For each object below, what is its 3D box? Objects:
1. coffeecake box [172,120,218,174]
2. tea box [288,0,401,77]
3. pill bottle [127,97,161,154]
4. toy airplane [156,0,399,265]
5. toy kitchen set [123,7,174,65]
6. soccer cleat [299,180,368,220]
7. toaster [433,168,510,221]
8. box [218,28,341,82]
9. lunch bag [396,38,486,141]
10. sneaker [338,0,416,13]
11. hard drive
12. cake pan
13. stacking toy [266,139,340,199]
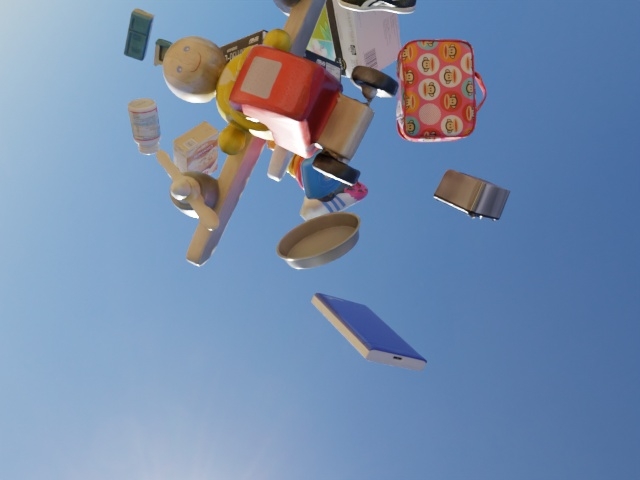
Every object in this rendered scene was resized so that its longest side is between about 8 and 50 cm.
[{"bbox_3d":[-0.413,-0.282,1.994,0.068,0.185,0.142,37,-124,16],"label":"coffeecake box"},{"bbox_3d":[0.075,-0.763,2.050,0.324,0.328,0.220,25,-127,39],"label":"tea box"},{"bbox_3d":[-0.547,-0.355,1.877,0.087,0.160,0.087,1,-143,-1],"label":"pill bottle"},{"bbox_3d":[-0.086,-0.201,0.846,0.384,0.273,0.385,-51,-158,47],"label":"toy airplane"},{"bbox_3d":[-0.406,-0.490,1.551,0.166,0.207,0.122,-93,-158,-57],"label":"toy kitchen set"},{"bbox_3d":[0.044,-0.151,2.217,0.116,0.331,0.143,45,-56,23],"label":"soccer cleat"},{"bbox_3d":[0.472,-0.137,1.850,0.186,0.168,0.110,35,-70,47],"label":"toaster"},{"bbox_3d":[-0.130,-0.472,1.675,0.243,0.308,0.076,-3,-96,43],"label":"box"},{"bbox_3d":[0.356,-0.438,1.759,0.120,0.259,0.292,-116,-155,-85],"label":"lunch bag"},{"bbox_3d":[0.158,-0.698,1.642,0.217,0.121,0.079,6,-136,6],"label":"sneaker"},{"bbox_3d":[0.131,0.255,1.704,0.319,0.210,0.040,40,-72,54],"label":"hard drive"},{"bbox_3d":[0.000,0.000,1.951,0.293,0.054,0.293,-19,-156,9],"label":"cake pan"},{"bbox_3d":[-0.075,-0.273,1.957,0.175,0.165,0.302,-36,-131,-27],"label":"stacking toy"}]
